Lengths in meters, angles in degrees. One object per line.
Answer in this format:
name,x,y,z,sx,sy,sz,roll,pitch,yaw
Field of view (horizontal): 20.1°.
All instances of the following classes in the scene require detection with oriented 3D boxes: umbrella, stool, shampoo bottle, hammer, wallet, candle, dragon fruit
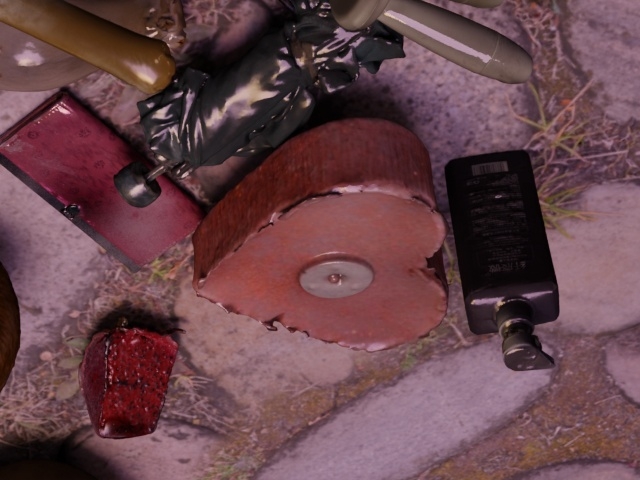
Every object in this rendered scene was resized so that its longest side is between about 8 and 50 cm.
umbrella,-0.077,-0.153,1.888,0.349,0.094,0.143,-37,107,18
stool,0.128,-0.284,1.742,0.198,0.195,0.195,9,128,-18
shampoo bottle,0.194,0.021,1.907,0.098,0.309,0.071,-7,128,3
hammer,-0.278,-0.223,1.737,0.305,0.113,0.202,22,102,4
wallet,-0.243,-0.063,1.995,0.119,0.025,0.232,-35,124,21
candle,0.000,0.000,1.981,0.287,0.131,0.317,-11,143,5
dragon fruit,-0.233,0.157,2.140,0.102,0.096,0.147,11,97,-25

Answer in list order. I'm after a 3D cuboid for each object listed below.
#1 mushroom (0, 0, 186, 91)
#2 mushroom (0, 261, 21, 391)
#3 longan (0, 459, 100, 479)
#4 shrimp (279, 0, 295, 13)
mushroom,-0.251,-0.209,1.835,0.225,0.093,0.116,0,108,3
mushroom,-0.467,0.058,1.906,0.331,0.334,0.356,30,132,-22
longan,-0.340,0.393,2.216,0.258,0.258,0.258,-2,129,-2
shrimp,-0.172,-0.330,1.730,0.172,0.137,0.372,-1,133,51
